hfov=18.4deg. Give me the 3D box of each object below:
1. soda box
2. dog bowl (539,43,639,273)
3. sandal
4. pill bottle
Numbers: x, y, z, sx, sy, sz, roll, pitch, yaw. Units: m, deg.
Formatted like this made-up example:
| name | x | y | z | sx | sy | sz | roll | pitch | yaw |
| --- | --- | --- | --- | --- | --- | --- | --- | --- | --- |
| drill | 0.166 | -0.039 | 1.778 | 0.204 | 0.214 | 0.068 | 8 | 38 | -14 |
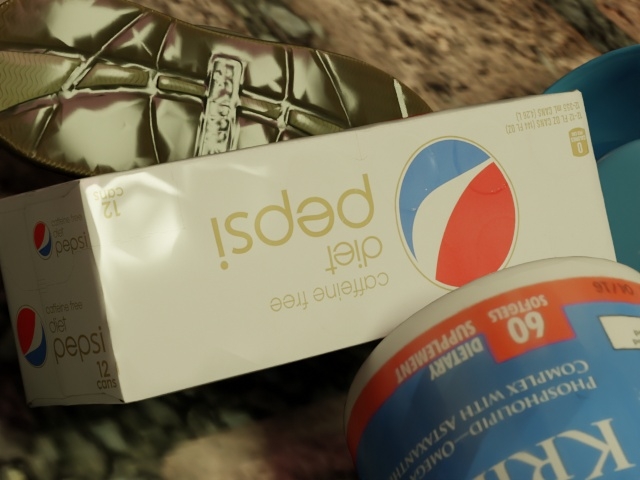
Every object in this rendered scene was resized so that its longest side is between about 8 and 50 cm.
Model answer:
| name | x | y | z | sx | sy | sz | roll | pitch | yaw |
| --- | --- | --- | --- | --- | --- | --- | --- | --- | --- |
| soda box | 0.000 | 0.000 | 0.687 | 0.216 | 0.069 | 0.074 | -12 | 92 | -36 |
| dog bowl | 0.174 | 0.061 | 0.737 | 0.074 | 0.166 | 0.297 | 8 | 42 | -49 |
| sandal | -0.036 | -0.032 | 0.749 | 0.219 | 0.060 | 0.090 | 15 | 77 | -26 |
| pill bottle | 0.098 | 0.124 | 0.626 | 0.124 | 0.124 | 0.221 | 6 | 44 | -34 |
